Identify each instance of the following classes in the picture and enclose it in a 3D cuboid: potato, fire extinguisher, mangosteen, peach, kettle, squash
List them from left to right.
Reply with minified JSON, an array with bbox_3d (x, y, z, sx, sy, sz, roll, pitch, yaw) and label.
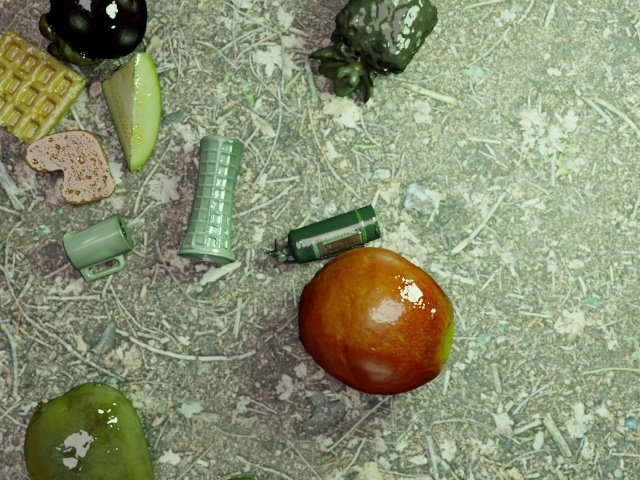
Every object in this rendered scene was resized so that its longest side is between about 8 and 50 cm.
[{"bbox_3d":[-0.525,0.512,1.748,0.270,0.219,0.359,-20,87,-11],"label":"potato"},{"bbox_3d":[-0.559,-0.554,1.871,0.233,0.288,0.287,-14,83,-39],"label":"mangosteen"},{"bbox_3d":[-0.541,0.014,1.878,0.148,0.126,0.098,-23,53,-2],"label":"kettle"},{"bbox_3d":[-0.436,-0.313,1.902,0.169,0.093,0.252,-25,82,40],"label":"squash"},{"bbox_3d":[0.000,0.000,1.888,0.295,0.118,0.093,-18,49,-4],"label":"fire extinguisher"},{"bbox_3d":[0.124,0.185,1.773,0.373,0.372,0.289,26,51,1],"label":"peach"}]

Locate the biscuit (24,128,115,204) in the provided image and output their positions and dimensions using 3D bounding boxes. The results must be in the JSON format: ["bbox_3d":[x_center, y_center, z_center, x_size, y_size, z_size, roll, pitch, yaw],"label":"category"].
[{"bbox_3d":[-0.621,-0.177,1.897,0.186,0.036,0.192,-20,92,-17],"label":"biscuit"}]

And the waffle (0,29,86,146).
[{"bbox_3d":[-0.747,-0.378,1.927,0.248,0.055,0.221,35,83,3],"label":"waffle"}]

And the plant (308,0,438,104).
[{"bbox_3d":[0.128,-0.493,1.892,0.215,0.213,0.312,41,93,1],"label":"plant"}]

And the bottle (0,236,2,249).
[{"bbox_3d":[-0.910,-0.037,1.867,0.270,0.083,0.083,27,83,3],"label":"bottle"}]

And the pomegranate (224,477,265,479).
[{"bbox_3d":[-0.185,0.728,1.734,0.310,0.216,0.358,20,84,-3],"label":"pomegranate"}]

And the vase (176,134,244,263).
[{"bbox_3d":[-0.259,-0.101,1.872,0.143,0.143,0.298,7,81,-1],"label":"vase"}]
